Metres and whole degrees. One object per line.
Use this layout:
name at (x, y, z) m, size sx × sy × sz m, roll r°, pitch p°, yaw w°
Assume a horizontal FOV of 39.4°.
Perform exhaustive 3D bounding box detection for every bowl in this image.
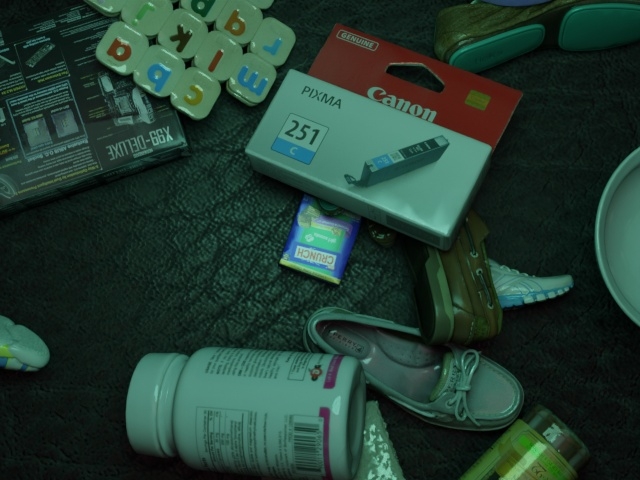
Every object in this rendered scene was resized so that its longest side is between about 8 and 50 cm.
bowl at (0.504, 0.006, 1.243) m, size 0.298 × 0.134 × 0.297 m, roll 0°, pitch 82°, yaw -3°

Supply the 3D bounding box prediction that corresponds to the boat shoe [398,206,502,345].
boat shoe at (0.174, -0.001, 1.226) m, size 0.104 × 0.110 × 0.307 m, roll -1°, pitch 67°, yaw -11°

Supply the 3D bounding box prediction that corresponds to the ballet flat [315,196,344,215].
ballet flat at (0.027, -0.120, 1.263) m, size 0.070 × 0.070 × 0.188 m, roll 4°, pitch 75°, yaw -3°

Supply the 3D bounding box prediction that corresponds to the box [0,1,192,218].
box at (-0.362, -0.189, 1.247) m, size 0.307 × 0.076 × 0.242 m, roll -20°, pitch 84°, yaw -5°

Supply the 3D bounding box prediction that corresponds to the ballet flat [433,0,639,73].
ballet flat at (0.325, -0.332, 1.302) m, size 0.342 × 0.116 × 0.124 m, roll -13°, pitch 64°, yaw -1°

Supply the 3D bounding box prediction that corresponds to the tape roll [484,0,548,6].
tape roll at (0.284, -0.423, 1.268) m, size 0.189 × 0.080 × 0.189 m, roll -6°, pitch 52°, yaw 8°

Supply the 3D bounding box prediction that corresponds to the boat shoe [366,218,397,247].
boat shoe at (0.084, -0.067, 1.278) m, size 0.056 × 0.048 × 0.153 m, roll -11°, pitch 77°, yaw 6°

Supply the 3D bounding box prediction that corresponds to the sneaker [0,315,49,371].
sneaker at (-0.491, 0.157, 1.203) m, size 0.240 × 0.091 × 0.126 m, roll 20°, pitch 100°, yaw -1°

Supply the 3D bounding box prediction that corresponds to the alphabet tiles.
alphabet tiles at (-0.178, -0.312, 1.252) m, size 0.284 × 0.021 × 0.278 m, roll 31°, pitch 65°, yaw -14°

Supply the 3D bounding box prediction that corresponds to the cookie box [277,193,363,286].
cookie box at (0.000, 0.000, 1.261) m, size 0.092 × 0.040 × 0.107 m, roll 19°, pitch 82°, yaw -1°

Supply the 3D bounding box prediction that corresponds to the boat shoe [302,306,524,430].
boat shoe at (0.128, 0.174, 1.214) m, size 0.320 × 0.103 × 0.118 m, roll 24°, pitch 82°, yaw 0°

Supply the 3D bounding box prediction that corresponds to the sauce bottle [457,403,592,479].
sauce bottle at (0.210, 0.374, 1.190) m, size 0.111 × 0.111 × 0.344 m, roll 44°, pitch 85°, yaw 3°

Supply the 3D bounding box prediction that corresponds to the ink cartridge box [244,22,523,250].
ink cartridge box at (0.089, -0.160, 1.193) m, size 0.296 × 0.066 × 0.261 m, roll 23°, pitch 73°, yaw 14°

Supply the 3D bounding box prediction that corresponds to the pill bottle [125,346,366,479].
pill bottle at (-0.092, 0.219, 1.146) m, size 0.283 × 0.160 × 0.160 m, roll 3°, pitch 82°, yaw 13°

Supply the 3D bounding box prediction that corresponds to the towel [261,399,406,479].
towel at (0.035, 0.362, 1.163) m, size 0.187 × 0.049 × 0.282 m, roll -20°, pitch 60°, yaw 0°

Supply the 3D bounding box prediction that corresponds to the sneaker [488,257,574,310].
sneaker at (0.260, 0.059, 1.257) m, size 0.191 × 0.071 × 0.083 m, roll -11°, pitch 78°, yaw -5°
